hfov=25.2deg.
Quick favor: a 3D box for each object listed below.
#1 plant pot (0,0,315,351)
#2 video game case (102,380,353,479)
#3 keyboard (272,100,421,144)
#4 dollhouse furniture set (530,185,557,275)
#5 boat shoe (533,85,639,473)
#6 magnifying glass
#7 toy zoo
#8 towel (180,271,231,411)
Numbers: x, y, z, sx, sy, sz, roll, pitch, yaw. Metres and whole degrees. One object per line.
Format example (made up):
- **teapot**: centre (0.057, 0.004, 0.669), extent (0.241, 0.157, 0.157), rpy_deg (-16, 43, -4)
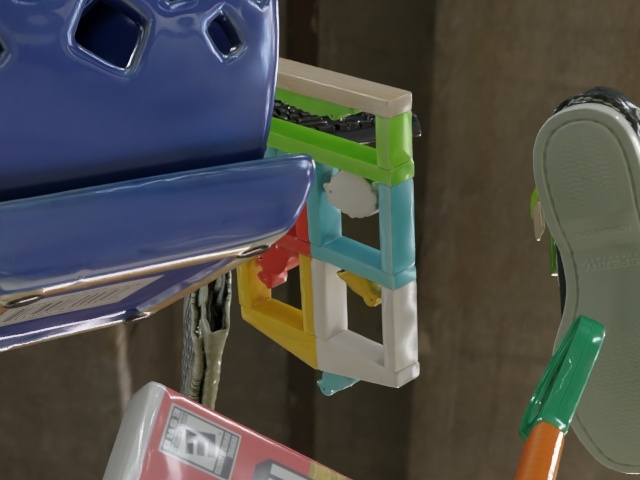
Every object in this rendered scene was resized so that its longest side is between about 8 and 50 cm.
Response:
- **plant pot**: centre (-0.153, -0.061, 0.748), extent (0.236, 0.236, 0.212), rpy_deg (-27, -102, 51)
- **video game case**: centre (0.017, 0.208, 0.618), extent (0.285, 0.204, 0.025), rpy_deg (29, -39, -20)
- **keyboard**: centre (-0.069, -0.125, 1.461), extent (0.317, 0.201, 0.033), rpy_deg (-9, -67, -25)
- **dollhouse furniture set**: centre (0.229, -0.030, 1.252), extent (0.076, 0.059, 0.152), rpy_deg (3, -31, -5)
- **boat shoe**: centre (0.235, 0.031, 1.105), extent (0.114, 0.091, 0.303), rpy_deg (2, -69, 25)
- **magnifying glass**: centre (0.148, 0.117, 0.913), extent (0.026, 0.231, 0.092), rpy_deg (29, -65, 6)
- **toy zoo**: centre (0.000, 0.000, 1.187), extent (0.192, 0.030, 0.293), rpy_deg (21, -56, 41)
- **towel**: centre (-0.141, 0.076, 1.692), extent (0.056, 0.312, 0.324), rpy_deg (7, -41, -7)
